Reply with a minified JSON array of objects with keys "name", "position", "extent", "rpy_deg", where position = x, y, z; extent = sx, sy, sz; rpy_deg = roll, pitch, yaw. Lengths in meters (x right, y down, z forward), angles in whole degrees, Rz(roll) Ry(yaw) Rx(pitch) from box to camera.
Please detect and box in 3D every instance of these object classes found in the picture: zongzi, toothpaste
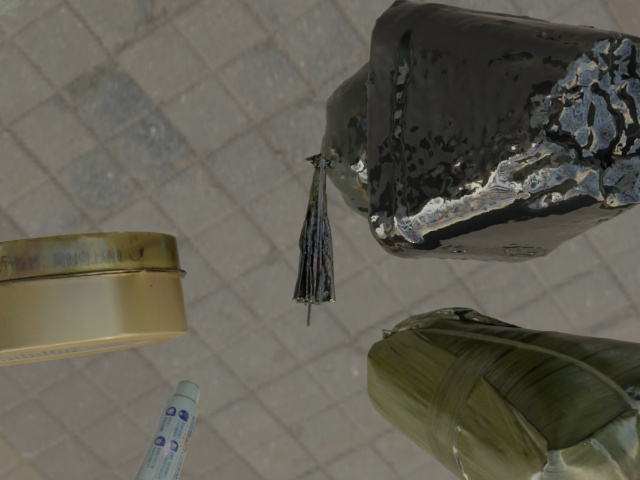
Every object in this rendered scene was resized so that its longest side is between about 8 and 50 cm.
[{"name":"zongzi","position":[0.149,0.081,0.802],"extent":[0.204,0.205,0.094],"rpy_deg":[-25,122,-26]},{"name":"toothpaste","position":[-0.152,0.220,1.195],"extent":[0.052,0.218,0.033],"rpy_deg":[21,137,-5]}]

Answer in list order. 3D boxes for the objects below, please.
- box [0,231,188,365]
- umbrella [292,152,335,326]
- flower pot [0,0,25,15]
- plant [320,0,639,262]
[{"name":"box","position":[-0.099,0.023,0.454],"extent":[0.106,0.105,0.037],"rpy_deg":[-9,84,5]},{"name":"umbrella","position":[-0.002,0.000,0.614],"extent":[0.020,0.031,0.083],"rpy_deg":[0,97,8]},{"name":"flower pot","position":[-0.204,-0.209,0.585],"extent":[0.195,0.246,0.246],"rpy_deg":[20,123,-2]},{"name":"plant","position":[0.104,-0.067,0.810],"extent":[0.142,0.256,0.164],"rpy_deg":[0,93,-34]}]
